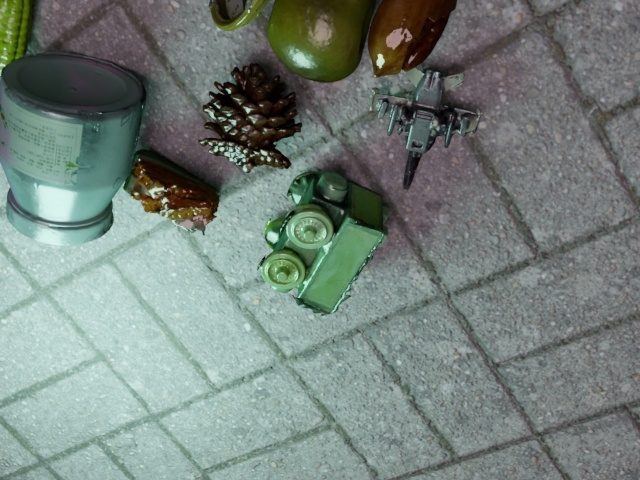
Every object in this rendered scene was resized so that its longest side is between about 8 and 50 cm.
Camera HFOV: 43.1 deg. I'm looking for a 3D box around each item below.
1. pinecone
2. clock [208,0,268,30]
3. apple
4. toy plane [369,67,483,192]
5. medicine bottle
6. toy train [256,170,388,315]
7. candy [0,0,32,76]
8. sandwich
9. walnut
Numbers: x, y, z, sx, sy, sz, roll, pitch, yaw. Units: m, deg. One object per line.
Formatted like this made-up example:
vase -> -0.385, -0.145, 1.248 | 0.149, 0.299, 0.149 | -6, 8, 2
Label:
pinecone -> -0.121, -0.211, 1.418 | 0.179, 0.150, 0.195 | 9, 122, 8
clock -> -0.098, -0.431, 1.257 | 0.057, 0.237, 0.237 | 15, 128, -31
apple -> 0.002, -0.352, 1.283 | 0.157, 0.196, 0.196 | 16, 123, 0
toy plane -> 0.172, -0.181, 1.407 | 0.192, 0.088, 0.262 | 12, 123, 4
medicine bottle -> -0.458, -0.161, 1.473 | 0.245, 0.245, 0.290 | 18, 123, 2
toy train -> 0.000, 0.000, 1.522 | 0.188, 0.159, 0.272 | 22, 123, -12
candy -> -0.562, -0.392, 1.446 | 0.096, 0.097, 0.209 | 25, 120, -3
sandwich -> -0.288, -0.081, 1.534 | 0.184, 0.160, 0.109 | 28, 104, -14
walnut -> 0.143, -0.347, 1.283 | 0.116, 0.116, 0.207 | 32, 94, -7
